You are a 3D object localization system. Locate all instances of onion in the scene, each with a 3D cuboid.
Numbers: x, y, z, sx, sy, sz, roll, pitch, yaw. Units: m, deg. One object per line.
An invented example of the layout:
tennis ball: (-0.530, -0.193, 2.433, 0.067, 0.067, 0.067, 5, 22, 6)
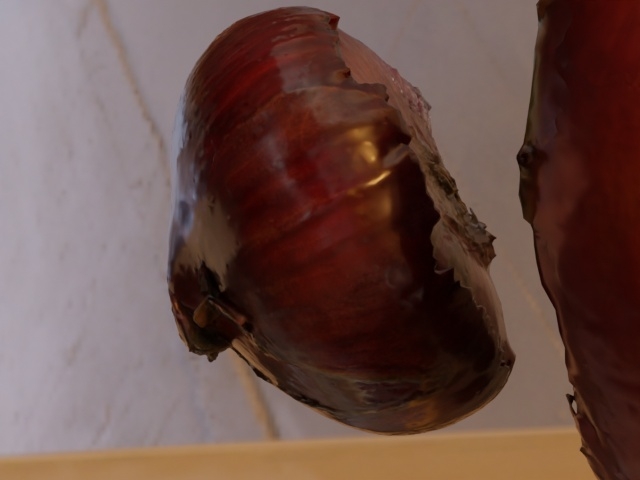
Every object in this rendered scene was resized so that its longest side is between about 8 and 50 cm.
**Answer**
onion: (0.009, -0.007, 0.786, 0.161, 0.248, 0.248, -10, -104, 16)

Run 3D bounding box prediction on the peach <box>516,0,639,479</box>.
peach: (0.251, -0.002, 0.645, 0.242, 0.306, 0.380, 15, -34, 33)
